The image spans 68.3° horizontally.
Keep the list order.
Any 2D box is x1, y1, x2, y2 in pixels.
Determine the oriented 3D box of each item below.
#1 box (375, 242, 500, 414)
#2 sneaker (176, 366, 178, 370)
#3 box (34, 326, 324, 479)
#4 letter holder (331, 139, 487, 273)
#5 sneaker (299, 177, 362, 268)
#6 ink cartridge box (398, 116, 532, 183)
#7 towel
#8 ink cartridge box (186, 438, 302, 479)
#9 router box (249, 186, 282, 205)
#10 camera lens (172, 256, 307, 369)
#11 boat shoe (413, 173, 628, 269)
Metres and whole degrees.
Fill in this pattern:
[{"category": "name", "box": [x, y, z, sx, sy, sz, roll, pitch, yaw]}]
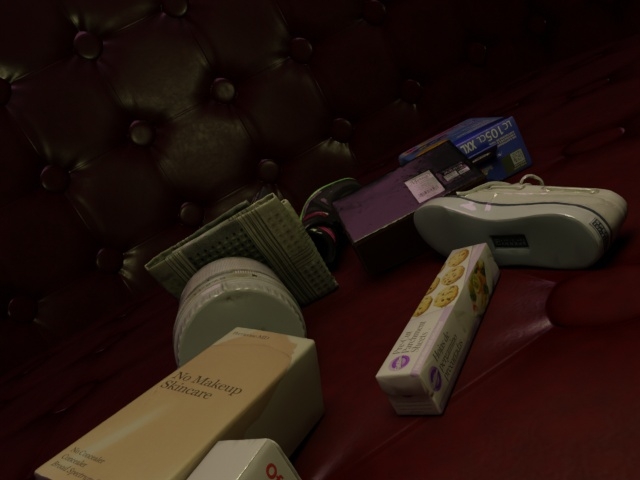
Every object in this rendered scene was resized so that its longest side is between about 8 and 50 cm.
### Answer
[{"category": "box", "box": [0.181, 0.108, 0.668, 0.067, 0.063, 0.324, -20, 16, 41]}, {"category": "sneaker", "box": [-0.279, 0.284, 1.013, 0.059, 0.053, 0.144, -27, 4, 4]}, {"category": "box", "box": [-0.132, 0.230, 0.553, 0.148, 0.121, 0.311, 2, 18, 28]}, {"category": "letter holder", "box": [0.212, -0.042, 1.068, 0.302, 0.214, 0.152, -28, 44, 2]}, {"category": "sneaker", "box": [0.000, 0.000, 1.298, 0.202, 0.185, 0.483, -6, 36, 50]}, {"category": "ink cartridge box", "box": [0.398, -0.224, 1.332, 0.270, 0.151, 0.395, -28, 14, 5]}, {"category": "towel", "box": [-0.156, 0.069, 1.024, 0.312, 0.324, 0.056, -28, 41, 4]}, {"category": "ink cartridge box", "box": [-0.081, 0.281, 0.376, 0.082, 0.140, 0.190, -22, 13, 36]}, {"category": "router box", "box": [-0.213, 0.020, 1.206, 0.243, 0.081, 0.309, -44, 17, 21]}, {"category": "camera lens", "box": [-0.148, 0.153, 0.852, 0.219, 0.219, 0.274, -31, 13, -8]}, {"category": "boat shoe", "box": [0.328, -0.048, 0.805, 0.156, 0.136, 0.367, -35, 17, -24]}]
